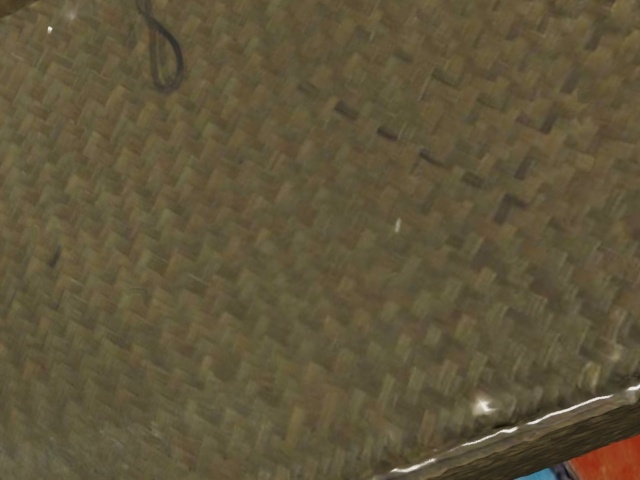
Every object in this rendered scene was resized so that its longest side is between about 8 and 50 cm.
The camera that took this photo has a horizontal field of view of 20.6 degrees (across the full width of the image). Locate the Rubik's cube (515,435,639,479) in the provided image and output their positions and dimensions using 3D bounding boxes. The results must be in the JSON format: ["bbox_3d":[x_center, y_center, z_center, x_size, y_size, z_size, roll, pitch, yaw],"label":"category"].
[{"bbox_3d":[0.263,0.097,1.155,0.316,0.318,0.313,-6,48,-27],"label":"Rubik's cube"}]

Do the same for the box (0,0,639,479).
[{"bbox_3d":[-0.001,0.000,0.573,0.273,0.143,0.184,-23,77,18],"label":"box"}]
